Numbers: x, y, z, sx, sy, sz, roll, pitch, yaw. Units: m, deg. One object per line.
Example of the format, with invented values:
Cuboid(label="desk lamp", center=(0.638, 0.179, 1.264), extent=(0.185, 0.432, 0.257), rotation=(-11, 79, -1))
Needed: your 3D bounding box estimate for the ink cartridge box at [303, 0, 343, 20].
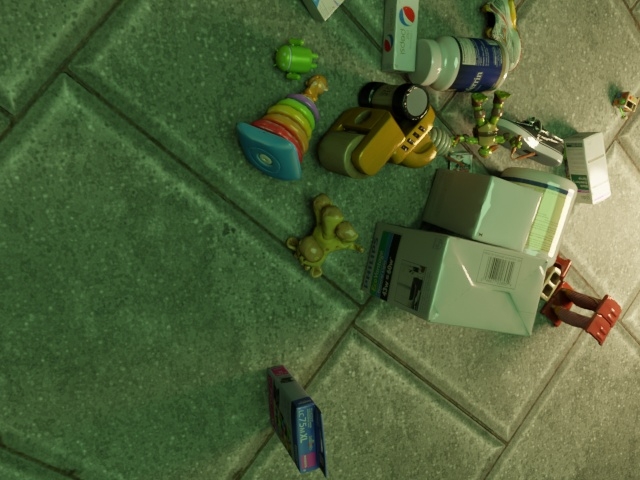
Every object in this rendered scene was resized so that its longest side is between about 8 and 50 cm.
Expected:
Cuboid(label="ink cartridge box", center=(0.015, -0.651, 1.370), extent=(0.122, 0.052, 0.088), rotation=(-51, 132, -9))

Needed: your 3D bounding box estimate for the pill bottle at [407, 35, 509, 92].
Cuboid(label="pill bottle", center=(0.395, -0.508, 1.518), extent=(0.264, 0.153, 0.153), rotation=(-4, 101, -22))

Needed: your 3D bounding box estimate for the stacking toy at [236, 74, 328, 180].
Cuboid(label="stacking toy", center=(-0.069, -0.320, 1.367), extent=(0.175, 0.166, 0.302), rotation=(23, 67, 17))

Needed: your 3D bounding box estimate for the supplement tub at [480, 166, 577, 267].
Cuboid(label="supplement tub", center=(0.649, -0.048, 1.669), extent=(0.235, 0.235, 0.325), rotation=(15, 93, -25))

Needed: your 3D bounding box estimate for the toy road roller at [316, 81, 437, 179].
Cuboid(label="toy road roller", center=(0.179, -0.267, 1.448), extent=(0.329, 0.202, 0.241), rotation=(-48, 125, -11))

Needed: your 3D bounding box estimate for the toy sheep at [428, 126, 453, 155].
Cuboid(label="toy sheep", center=(0.344, -0.294, 1.571), extent=(0.132, 0.091, 0.091), rotation=(17, 92, -25))

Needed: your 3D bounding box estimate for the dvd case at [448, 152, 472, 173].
Cuboid(label="dvd case", center=(0.442, -0.218, 1.669), extent=(0.087, 0.013, 0.120), rotation=(-4, 101, -23))

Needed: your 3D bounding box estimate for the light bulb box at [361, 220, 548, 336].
Cuboid(label="light bulb box", center=(0.367, 0.102, 1.504), extent=(0.357, 0.361, 0.226), rotation=(12, 93, -25))

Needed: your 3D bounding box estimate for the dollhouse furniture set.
Cuboid(label="dollhouse furniture set", center=(0.833, 0.183, 1.811), extent=(0.374, 0.201, 0.152), rotation=(37, 84, -25))

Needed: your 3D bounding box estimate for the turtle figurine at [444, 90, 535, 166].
Cuboid(label="turtle figurine", center=(0.514, -0.336, 1.583), extent=(0.269, 0.087, 0.218), rotation=(2, 125, 10))

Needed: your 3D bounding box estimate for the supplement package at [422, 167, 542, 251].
Cuboid(label="supplement package", center=(0.459, -0.095, 1.531), extent=(0.175, 0.293, 0.178), rotation=(14, 98, -19))

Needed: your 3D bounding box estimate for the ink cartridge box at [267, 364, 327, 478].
Cuboid(label="ink cartridge box", center=(-0.070, 0.480, 1.409), extent=(0.065, 0.311, 0.186), rotation=(-8, 102, -23))

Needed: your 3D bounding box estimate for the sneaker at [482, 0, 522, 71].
Cuboid(label="sneaker", center=(0.552, -0.629, 1.614), extent=(0.092, 0.088, 0.225), rotation=(-19, 108, 2))

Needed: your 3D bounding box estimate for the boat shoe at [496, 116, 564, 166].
Cuboid(label="boat shoe", center=(0.672, -0.342, 1.693), extent=(0.306, 0.113, 0.105), rotation=(20, 83, -19))

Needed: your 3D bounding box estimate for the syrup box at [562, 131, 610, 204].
Cuboid(label="syrup box", center=(0.925, -0.251, 1.830), extent=(0.096, 0.093, 0.237), rotation=(-23, 108, -19))

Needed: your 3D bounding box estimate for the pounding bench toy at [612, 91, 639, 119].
Cuboid(label="pounding bench toy", center=(1.085, -0.482, 1.880), extent=(0.065, 0.052, 0.083), rotation=(18, 92, -25))

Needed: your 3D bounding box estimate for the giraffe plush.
Cuboid(label="giraffe plush", center=(0.000, 0.000, 1.455), extent=(0.170, 0.181, 0.210), rotation=(-37, 147, -3))

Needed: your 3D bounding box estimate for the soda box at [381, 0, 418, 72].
Cuboid(label="soda box", center=(0.223, -0.585, 1.475), extent=(0.073, 0.069, 0.216), rotation=(-3, 101, -24))

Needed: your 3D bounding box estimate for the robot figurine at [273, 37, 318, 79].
Cuboid(label="robot figurine", center=(-0.066, -0.472, 1.369), extent=(0.115, 0.067, 0.101), rotation=(-2, 112, -23))
